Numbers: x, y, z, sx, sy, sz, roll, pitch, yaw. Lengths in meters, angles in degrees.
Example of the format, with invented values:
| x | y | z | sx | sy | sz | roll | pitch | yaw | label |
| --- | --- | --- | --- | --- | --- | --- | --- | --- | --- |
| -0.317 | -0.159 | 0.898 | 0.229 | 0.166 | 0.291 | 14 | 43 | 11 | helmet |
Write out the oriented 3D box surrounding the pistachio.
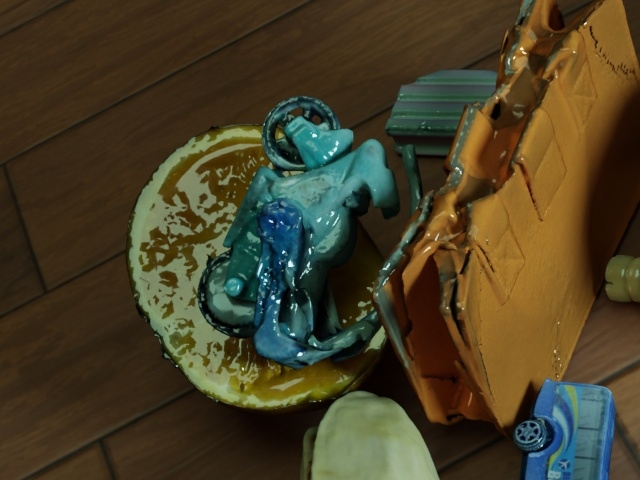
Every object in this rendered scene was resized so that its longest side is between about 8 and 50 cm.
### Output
| x | y | z | sx | sy | sz | roll | pitch | yaw | label |
| --- | --- | --- | --- | --- | --- | --- | --- | --- | --- |
| 0.042 | 0.252 | 1.790 | 0.157 | 0.157 | 0.229 | -19 | 41 | 9 | pistachio |

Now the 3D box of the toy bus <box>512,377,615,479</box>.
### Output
| x | y | z | sx | sy | sz | roll | pitch | yaw | label |
| --- | --- | --- | --- | --- | --- | --- | --- | --- | --- |
| 0.232 | 0.247 | 1.761 | 0.094 | 0.079 | 0.236 | -3 | 52 | 20 | toy bus |

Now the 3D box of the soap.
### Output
| x | y | z | sx | sy | sz | roll | pitch | yaw | label |
| --- | --- | --- | --- | --- | --- | --- | --- | --- | --- |
| 0.161 | -0.149 | 2.137 | 0.149 | 0.056 | 0.100 | 3 | 56 | 27 | soap |

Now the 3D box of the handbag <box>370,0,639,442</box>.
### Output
| x | y | z | sx | sy | sz | roll | pitch | yaw | label |
| --- | --- | --- | --- | --- | --- | --- | --- | --- | --- |
| 0.203 | -0.024 | 1.848 | 0.116 | 0.303 | 0.410 | 13 | 60 | 29 | handbag |

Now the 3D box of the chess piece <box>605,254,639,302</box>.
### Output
| x | y | z | sx | sy | sz | roll | pitch | yaw | label |
| --- | --- | --- | --- | --- | --- | --- | --- | --- | --- |
| 0.358 | 0.041 | 1.889 | 0.122 | 0.066 | 0.066 | 5 | 55 | 34 | chess piece |

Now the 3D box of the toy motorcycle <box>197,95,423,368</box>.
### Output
| x | y | z | sx | sy | sz | roll | pitch | yaw | label |
| --- | --- | --- | --- | --- | --- | --- | --- | --- | --- |
| 0.000 | 0.000 | 1.823 | 0.206 | 0.154 | 0.260 | 23 | 86 | 14 | toy motorcycle |

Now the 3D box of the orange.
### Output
| x | y | z | sx | sy | sz | roll | pitch | yaw | label |
| --- | --- | --- | --- | --- | --- | --- | --- | --- | --- |
| -0.064 | 0.033 | 1.955 | 0.274 | 0.310 | 0.274 | -37 | 7 | 6 | orange |
